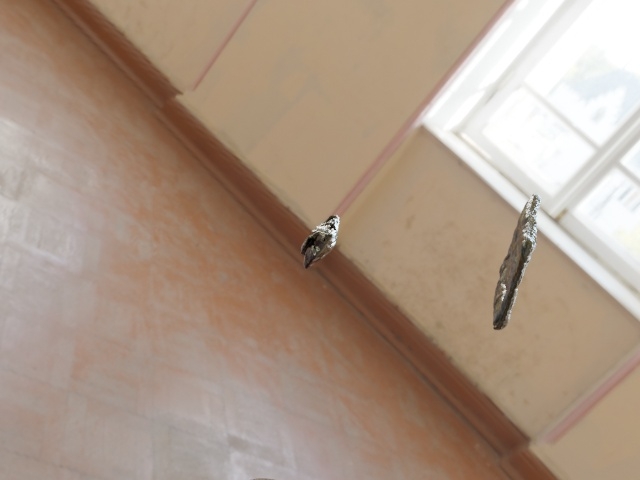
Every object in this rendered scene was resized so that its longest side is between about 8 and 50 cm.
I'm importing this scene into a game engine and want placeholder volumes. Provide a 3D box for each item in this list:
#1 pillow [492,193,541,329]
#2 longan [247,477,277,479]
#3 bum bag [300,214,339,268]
[{"bbox_3d":[0.360,0.036,1.436,0.034,0.189,0.255,20,28,6],"label":"pillow"},{"bbox_3d":[-0.097,0.567,1.358,0.297,0.297,0.297,34,21,-15],"label":"longan"},{"bbox_3d":[0.001,0.001,0.970,0.034,0.058,0.124,40,15,-2],"label":"bum bag"}]
